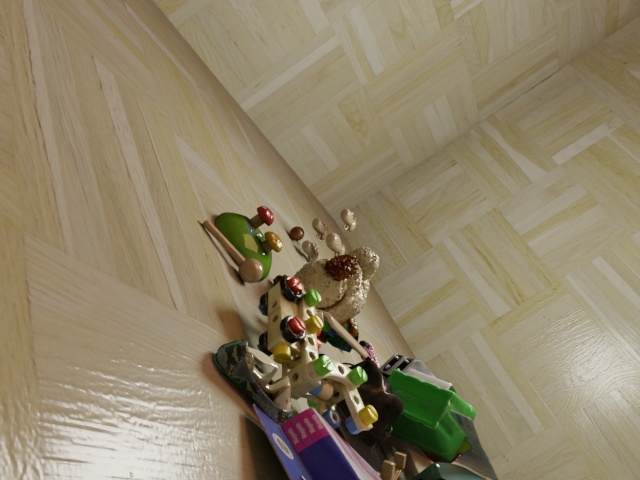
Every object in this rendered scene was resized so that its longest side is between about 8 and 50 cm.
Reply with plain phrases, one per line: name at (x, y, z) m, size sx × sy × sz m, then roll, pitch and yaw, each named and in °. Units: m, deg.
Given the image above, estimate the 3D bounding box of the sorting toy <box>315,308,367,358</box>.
sorting toy at (-0.007, 0.202, 1.230) m, size 0.208 × 0.038 × 0.193 m, roll 18°, pitch -23°, yaw 42°

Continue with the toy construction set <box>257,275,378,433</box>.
toy construction set at (-0.021, 0.193, 0.973) m, size 0.215 × 0.151 × 0.328 m, roll 39°, pitch 10°, yaw -29°

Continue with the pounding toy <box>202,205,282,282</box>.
pounding toy at (-0.147, -0.007, 1.193) m, size 0.183 × 0.110 × 0.237 m, roll 56°, pitch 7°, yaw -2°

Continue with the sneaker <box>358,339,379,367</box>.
sneaker at (0.158, 0.387, 1.792) m, size 0.057 × 0.047 × 0.119 m, roll 32°, pitch 22°, yaw -46°

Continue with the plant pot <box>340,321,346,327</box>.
plant pot at (0.030, 0.220, 1.526) m, size 0.083 × 0.081 × 0.081 m, roll 46°, pitch 3°, yaw 18°

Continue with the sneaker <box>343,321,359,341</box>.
sneaker at (0.054, 0.230, 1.628) m, size 0.224 × 0.083 × 0.098 m, roll 58°, pitch 2°, yaw 19°

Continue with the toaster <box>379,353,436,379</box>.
toaster at (0.321, 0.496, 1.855) m, size 0.186 × 0.110 × 0.168 m, roll 49°, pitch -16°, yaw -10°

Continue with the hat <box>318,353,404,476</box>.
hat at (0.108, 0.360, 1.183) m, size 0.331 × 0.133 × 0.331 m, roll 56°, pitch 7°, yaw -10°

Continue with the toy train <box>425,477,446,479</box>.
toy train at (0.214, 0.553, 0.983) m, size 0.190 × 0.142 × 0.334 m, roll 45°, pitch 10°, yaw 35°

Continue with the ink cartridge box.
ink cartridge box at (0.072, 0.385, 0.724) m, size 0.330 × 0.071 × 0.324 m, roll 56°, pitch -9°, yaw -36°

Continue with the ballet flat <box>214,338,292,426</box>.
ballet flat at (-0.082, 0.220, 0.800) m, size 0.188 × 0.070 × 0.070 m, roll 53°, pitch 8°, yaw -29°

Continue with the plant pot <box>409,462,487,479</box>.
plant pot at (0.311, 0.633, 1.229) m, size 0.234 × 0.165 × 0.165 m, roll 44°, pitch 12°, yaw -29°

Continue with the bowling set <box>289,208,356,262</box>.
bowling set at (0.000, 0.000, 1.948) m, size 0.199 × 0.287 × 0.154 m, roll 23°, pitch -15°, yaw 24°

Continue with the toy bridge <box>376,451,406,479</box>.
toy bridge at (0.136, 0.487, 1.082) m, size 0.188 × 0.026 × 0.063 m, roll 19°, pitch 79°, yaw -62°

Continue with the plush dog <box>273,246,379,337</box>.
plush dog at (0.015, 0.123, 1.305) m, size 0.225 × 0.262 × 0.211 m, roll 36°, pitch 36°, yaw -52°

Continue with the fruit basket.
fruit basket at (0.300, 0.494, 1.403) m, size 0.326 × 0.165 × 0.353 m, roll 11°, pitch -31°, yaw 43°
